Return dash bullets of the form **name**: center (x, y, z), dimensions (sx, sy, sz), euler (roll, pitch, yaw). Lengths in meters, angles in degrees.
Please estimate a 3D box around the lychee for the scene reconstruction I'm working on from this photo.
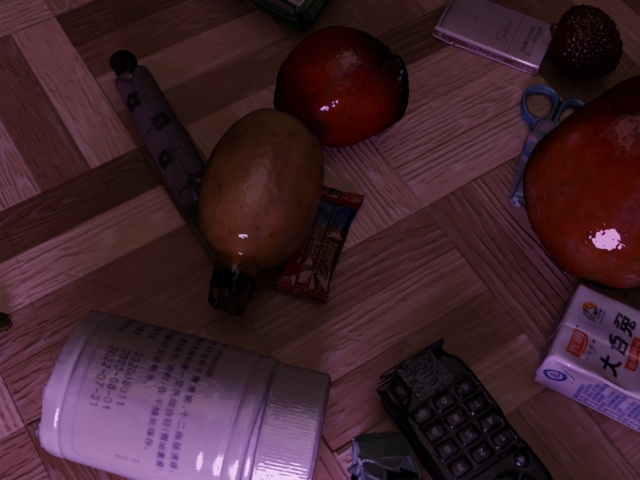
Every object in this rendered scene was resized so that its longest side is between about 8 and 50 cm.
- **lychee**: center (0.451, -0.333, 1.422), dimensions (0.129, 0.123, 0.123), euler (35, 61, -16)

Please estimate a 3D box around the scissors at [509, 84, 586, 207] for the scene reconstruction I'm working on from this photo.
- **scissors**: center (0.361, -0.153, 1.362), dimensions (0.125, 0.030, 0.256), euler (24, 60, 10)

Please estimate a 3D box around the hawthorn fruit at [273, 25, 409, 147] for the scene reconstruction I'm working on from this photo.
- **hawthorn fruit**: center (0.014, -0.230, 1.323), dimensions (0.251, 0.189, 0.190), euler (-27, 64, 5)

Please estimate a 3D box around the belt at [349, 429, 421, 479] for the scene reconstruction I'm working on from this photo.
- **belt**: center (0.080, 0.329, 1.012), dimensions (0.078, 0.151, 0.199), euler (-5, 59, -4)

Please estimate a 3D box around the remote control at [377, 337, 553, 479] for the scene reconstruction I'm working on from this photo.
- **remote control**: center (0.224, 0.320, 1.074), dimensions (0.144, 0.062, 0.399), euler (-28, 67, -16)

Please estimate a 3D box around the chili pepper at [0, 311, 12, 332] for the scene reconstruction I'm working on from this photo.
- **chili pepper**: center (-0.603, 0.172, 1.096), dimensions (0.387, 0.110, 0.110), euler (-19, 63, -15)

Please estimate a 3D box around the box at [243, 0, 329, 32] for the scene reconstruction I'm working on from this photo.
- **box**: center (-0.080, -0.498, 1.470), dimensions (0.250, 0.103, 0.180), euler (29, 84, 13)

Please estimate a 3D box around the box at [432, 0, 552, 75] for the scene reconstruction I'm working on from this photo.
- **box**: center (0.310, -0.372, 1.485), dimensions (0.198, 0.029, 0.109), euler (24, 62, 9)

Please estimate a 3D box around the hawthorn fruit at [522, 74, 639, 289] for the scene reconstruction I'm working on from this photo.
- **hawthorn fruit**: center (0.441, -0.086, 1.191), dimensions (0.295, 0.295, 0.311), euler (34, 109, 16)

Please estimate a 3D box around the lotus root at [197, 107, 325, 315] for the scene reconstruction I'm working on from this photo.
- **lotus root**: center (-0.093, -0.043, 1.199), dimensions (0.182, 0.183, 0.310), euler (15, 65, 6)

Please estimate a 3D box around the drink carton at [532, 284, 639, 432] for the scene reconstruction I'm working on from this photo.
- **drink carton**: center (0.462, 0.191, 1.131), dimensions (0.314, 0.107, 0.131), euler (26, 62, 12)

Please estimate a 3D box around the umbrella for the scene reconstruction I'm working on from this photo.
- **umbrella**: center (-0.255, -0.177, 1.327), dimensions (0.067, 0.073, 0.337), euler (-28, 65, -10)

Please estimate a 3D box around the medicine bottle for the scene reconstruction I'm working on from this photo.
- **medicine bottle**: center (-0.156, 0.218, 1.043), dimensions (0.332, 0.190, 0.190), euler (15, 61, 6)

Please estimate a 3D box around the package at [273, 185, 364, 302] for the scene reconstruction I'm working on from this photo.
- **package**: center (0.000, 0.000, 1.266), dimensions (0.083, 0.022, 0.201), euler (17, 61, 7)
